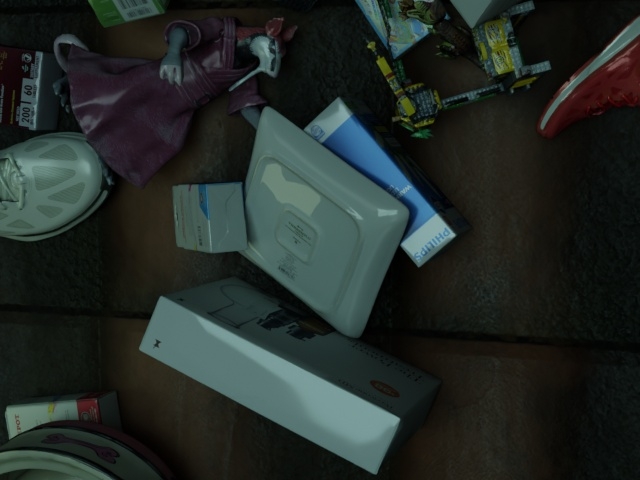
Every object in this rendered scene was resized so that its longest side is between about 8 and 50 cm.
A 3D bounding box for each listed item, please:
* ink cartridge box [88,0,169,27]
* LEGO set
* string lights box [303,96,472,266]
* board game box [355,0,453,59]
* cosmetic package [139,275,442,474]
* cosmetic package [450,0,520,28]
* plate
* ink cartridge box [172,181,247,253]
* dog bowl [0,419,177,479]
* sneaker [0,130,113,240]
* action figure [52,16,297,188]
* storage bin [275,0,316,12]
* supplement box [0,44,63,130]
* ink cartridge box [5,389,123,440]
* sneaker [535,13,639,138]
[{"bbox_3d":[-0.275,-0.424,1.833,0.109,0.209,0.062,-8,136,20],"label":"ink cartridge box"},{"bbox_3d":[0.180,-0.313,1.629,0.254,0.192,0.331,-7,89,0],"label":"LEGO set"},{"bbox_3d":[0.100,-0.087,1.737,0.077,0.133,0.260,-42,83,16],"label":"string lights box"},{"bbox_3d":[0.111,-0.360,1.761,0.103,0.026,0.154,-34,85,19],"label":"board game box"},{"bbox_3d":[-0.033,0.182,1.730,0.377,0.284,0.097,26,103,14],"label":"cosmetic package"},{"bbox_3d":[0.295,-0.462,1.517,0.385,0.156,0.217,-34,82,-22],"label":"cosmetic package"},{"bbox_3d":[-0.022,-0.015,1.751,0.277,0.045,0.278,37,135,19],"label":"plate"},{"bbox_3d":[-0.174,-0.038,1.841,0.061,0.181,0.104,-6,95,-23],"label":"ink cartridge box"},{"bbox_3d":[-0.387,0.464,1.894,0.407,0.150,0.408,6,115,13],"label":"dog bowl"},{"bbox_3d":[-0.566,-0.061,1.892,0.447,0.257,0.169,-13,91,19],"label":"sneaker"},{"bbox_3d":[-0.200,-0.245,1.830,0.370,0.248,0.276,-29,43,6],"label":"action figure"},{"bbox_3d":[-0.027,-0.443,1.756,0.122,0.084,0.180,47,108,22],"label":"storage bin"},{"bbox_3d":[-0.549,-0.261,1.964,0.239,0.073,0.130,10,99,18],"label":"supplement box"},{"bbox_3d":[-0.423,0.323,1.982,0.175,0.072,0.128,-7,95,18],"label":"ink cartridge box"},{"bbox_3d":[0.412,-0.197,1.650,0.128,0.087,0.221,46,108,10],"label":"sneaker"}]
